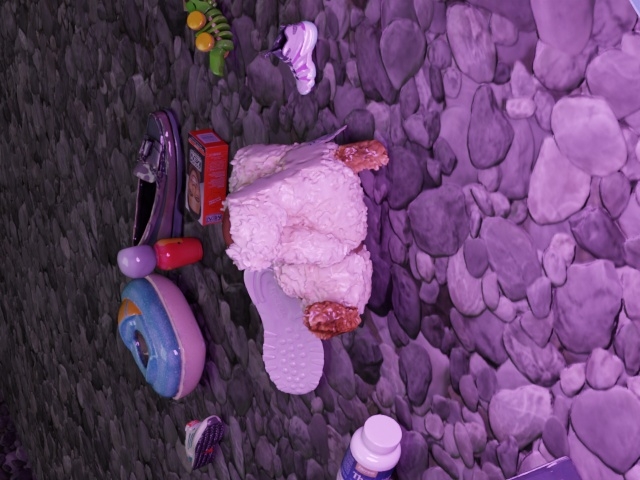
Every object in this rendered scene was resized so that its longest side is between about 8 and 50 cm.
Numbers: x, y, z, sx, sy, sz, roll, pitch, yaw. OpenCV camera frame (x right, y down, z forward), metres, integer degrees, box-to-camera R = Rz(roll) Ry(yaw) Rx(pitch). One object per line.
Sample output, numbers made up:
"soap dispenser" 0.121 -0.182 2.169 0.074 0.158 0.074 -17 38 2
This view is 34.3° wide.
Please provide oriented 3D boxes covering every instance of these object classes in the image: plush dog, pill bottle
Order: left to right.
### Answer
"plush dog" 0.000 0.000 1.291 0.262 0.210 0.226 -95 -9 -67
"pill bottle" 0.066 0.281 1.339 0.067 0.067 0.120 57 145 35

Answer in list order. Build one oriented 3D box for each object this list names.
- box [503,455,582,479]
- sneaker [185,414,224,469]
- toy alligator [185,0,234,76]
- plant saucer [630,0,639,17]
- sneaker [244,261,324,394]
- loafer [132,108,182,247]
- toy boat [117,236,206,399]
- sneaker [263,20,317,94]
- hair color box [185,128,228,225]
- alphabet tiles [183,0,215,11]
"box" 0.111 0.388 1.052 0.183 0.294 0.296 66 150 24
"sneaker" -0.226 0.359 1.924 0.075 0.057 0.161 55 147 28
"toy alligator" -0.171 -0.340 1.580 0.051 0.056 0.190 -28 72 19
"plant saucer" 0.264 -0.234 0.838 0.192 0.018 0.067 68 150 22
"sneaker" -0.044 0.109 1.484 0.095 0.090 0.235 -85 -15 -68
"loafer" -0.300 -0.102 1.867 0.096 0.084 0.268 34 129 54
"toy boat" -0.305 0.122 1.889 0.267 0.148 0.318 53 143 40
"sneaker" -0.042 -0.237 1.353 0.038 0.069 0.098 35 129 54
"hair color box" -0.187 -0.104 1.700 0.072 0.043 0.141 42 136 47
"alphabet tiles" -0.201 -0.482 1.629 0.198 0.009 0.237 19 116 59
